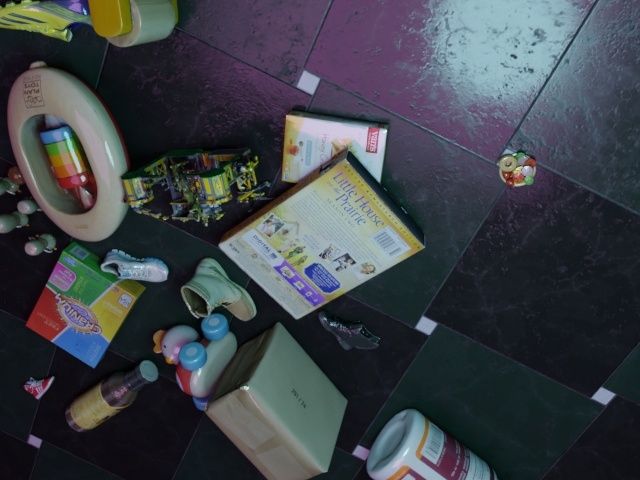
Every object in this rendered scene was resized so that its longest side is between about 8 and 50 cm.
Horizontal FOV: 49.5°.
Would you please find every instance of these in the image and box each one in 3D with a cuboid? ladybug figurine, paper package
[{"bbox_3d":[-0.598,-0.221,1.707,0.305,0.162,0.449,-1,114,23],"label":"ladybug figurine"},{"bbox_3d":[-0.107,0.438,1.854,0.168,0.309,0.325,-32,105,27],"label":"paper package"}]

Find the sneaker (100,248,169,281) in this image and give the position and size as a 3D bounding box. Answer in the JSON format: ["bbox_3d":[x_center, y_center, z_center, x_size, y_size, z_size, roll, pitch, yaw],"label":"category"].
[{"bbox_3d":[-0.510,0.085,1.898,0.191,0.083,0.071,11,116,6],"label":"sneaker"}]

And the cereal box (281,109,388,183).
[{"bbox_3d":[0.033,-0.207,1.649,0.240,0.047,0.173,9,119,8],"label":"cereal box"}]

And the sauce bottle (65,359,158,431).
[{"bbox_3d":[-0.628,0.467,2.098,0.344,0.111,0.111,-34,105,26],"label":"sauce bottle"}]

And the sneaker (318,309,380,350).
[{"bbox_3d":[0.077,0.235,1.862,0.089,0.051,0.170,-30,111,24],"label":"sneaker"}]

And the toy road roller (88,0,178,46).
[{"bbox_3d":[-0.465,-0.588,1.492,0.241,0.202,0.329,4,112,24],"label":"toy road roller"}]

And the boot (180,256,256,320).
[{"bbox_3d":[-0.269,0.162,1.834,0.077,0.165,0.213,-34,105,25],"label":"boot"}]

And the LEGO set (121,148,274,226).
[{"bbox_3d":[-0.292,-0.098,1.667,0.332,0.255,0.192,-3,116,18],"label":"LEGO set"}]

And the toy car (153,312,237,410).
[{"bbox_3d":[-0.374,0.315,1.927,0.238,0.210,0.219,14,135,23],"label":"toy car"}]

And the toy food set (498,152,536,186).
[{"bbox_3d":[0.453,-0.162,1.594,0.083,0.020,0.083,-7,114,15],"label":"toy food set"}]

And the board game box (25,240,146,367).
[{"bbox_3d":[-0.678,0.190,1.997,0.242,0.064,0.316,33,118,-5],"label":"board game box"}]

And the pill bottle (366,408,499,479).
[{"bbox_3d":[0.342,0.663,1.917,0.392,0.224,0.224,38,118,-7],"label":"pill bottle"}]

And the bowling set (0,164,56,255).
[{"bbox_3d":[-0.798,-0.107,1.853,0.287,0.154,0.199,35,100,-5],"label":"bowling set"}]

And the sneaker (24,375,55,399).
[{"bbox_3d":[-0.888,0.450,2.187,0.067,0.042,0.118,40,120,-12],"label":"sneaker"}]

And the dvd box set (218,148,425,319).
[{"bbox_3d":[0.000,0.000,1.715,0.420,0.062,0.307,-33,116,28],"label":"dvd box set"}]

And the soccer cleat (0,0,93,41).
[{"bbox_3d":[-0.644,-0.516,1.622,0.289,0.093,0.121,-4,122,15],"label":"soccer cleat"}]
